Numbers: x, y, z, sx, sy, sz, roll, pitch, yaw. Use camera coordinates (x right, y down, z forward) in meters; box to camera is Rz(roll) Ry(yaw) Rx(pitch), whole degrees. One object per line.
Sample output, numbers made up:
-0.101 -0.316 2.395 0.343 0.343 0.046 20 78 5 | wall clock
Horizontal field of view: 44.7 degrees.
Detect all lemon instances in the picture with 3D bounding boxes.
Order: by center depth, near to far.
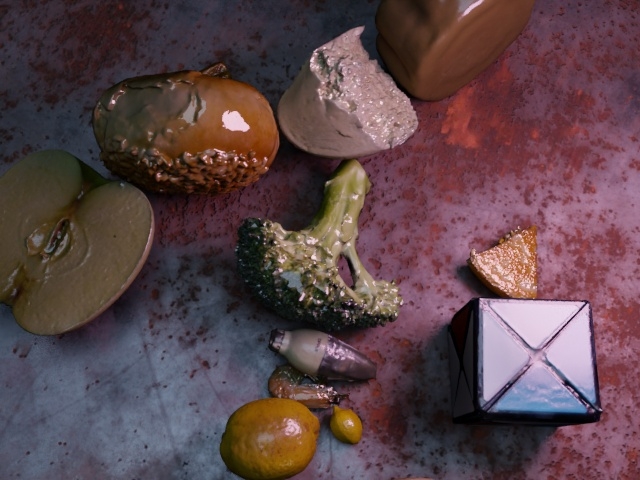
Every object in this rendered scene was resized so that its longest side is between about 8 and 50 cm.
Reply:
-0.101 0.404 1.582 0.207 0.170 0.170 -4 72 -8 | lemon
0.053 0.390 1.646 0.065 0.065 0.092 -30 77 -11 | lemon

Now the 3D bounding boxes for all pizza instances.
0.439 0.043 1.782 0.188 0.062 0.199 39 68 -3 | pizza

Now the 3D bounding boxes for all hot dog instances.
-0.292 -0.374 1.889 0.165 0.045 0.071 -31 78 -12 | hot dog

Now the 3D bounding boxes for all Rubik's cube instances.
0.409 0.256 1.610 0.246 0.250 0.248 1 74 -2 | Rubik's cube

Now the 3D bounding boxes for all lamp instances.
0.007 0.246 1.667 0.250 0.101 0.101 18 72 -8 | lamp

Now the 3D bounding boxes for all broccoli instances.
-0.025 -0.004 1.691 0.353 0.275 0.397 11 73 -46 | broccoli

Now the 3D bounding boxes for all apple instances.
-0.549 0.008 1.633 0.312 0.320 0.360 37 77 -31 | apple

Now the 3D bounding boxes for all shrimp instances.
-0.025 0.318 1.684 0.180 0.041 0.099 10 56 2 | shrimp

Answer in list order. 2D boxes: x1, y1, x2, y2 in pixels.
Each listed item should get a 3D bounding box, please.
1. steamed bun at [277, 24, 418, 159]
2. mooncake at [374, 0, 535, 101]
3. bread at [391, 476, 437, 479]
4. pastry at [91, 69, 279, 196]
0.071 -0.285 1.737 0.272 0.273 0.290 48 32 9 | steamed bun
0.303 -0.513 1.803 0.378 0.378 0.200 -33 72 -12 | mooncake
0.175 0.613 1.528 0.306 0.159 0.305 1 74 -5 | bread
-0.287 -0.219 1.677 0.410 0.409 0.245 2 89 -2 | pastry
